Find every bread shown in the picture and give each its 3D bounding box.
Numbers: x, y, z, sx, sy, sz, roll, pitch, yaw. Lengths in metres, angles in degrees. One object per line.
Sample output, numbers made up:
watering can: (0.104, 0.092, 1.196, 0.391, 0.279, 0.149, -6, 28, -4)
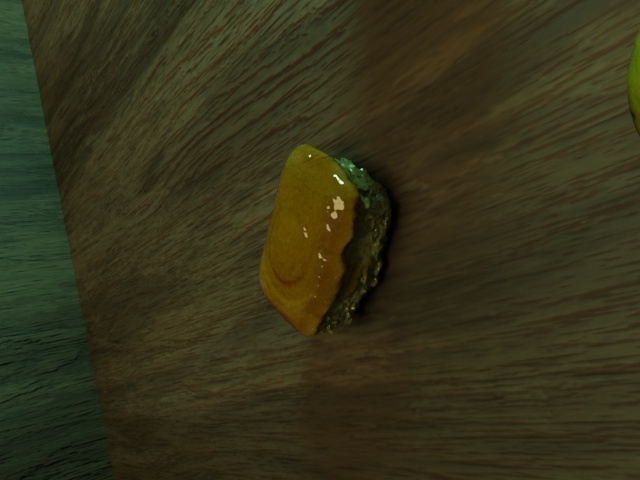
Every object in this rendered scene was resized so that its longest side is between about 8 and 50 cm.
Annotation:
bread: (0.000, 0.000, 0.790, 0.174, 0.121, 0.245, 40, 127, 38)

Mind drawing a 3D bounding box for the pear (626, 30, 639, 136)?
pear: (0.291, -0.105, 0.397, 0.149, 0.149, 0.162, -44, 55, 45)
